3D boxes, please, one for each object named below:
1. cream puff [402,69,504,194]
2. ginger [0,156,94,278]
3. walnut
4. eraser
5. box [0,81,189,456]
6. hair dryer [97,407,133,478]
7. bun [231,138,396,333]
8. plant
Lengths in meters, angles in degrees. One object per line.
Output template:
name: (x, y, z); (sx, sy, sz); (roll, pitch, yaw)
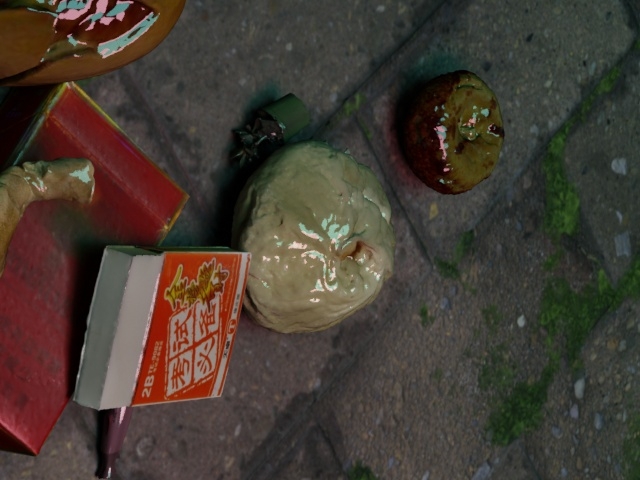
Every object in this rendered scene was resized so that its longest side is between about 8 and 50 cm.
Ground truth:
cream puff: (0.151, -0.126, 2.293); (0.149, 0.084, 0.149); (-6, 98, -48)
ginger: (-0.310, 0.019, 1.750); (0.288, 0.075, 0.089); (-48, 152, -31)
walnut: (-0.267, -0.238, 1.803); (0.298, 0.203, 0.203); (-12, 102, -23)
eraser: (-0.154, 0.084, 1.944); (0.230, 0.038, 0.157); (1, 103, -62)
box: (-0.281, 0.022, 1.879); (0.197, 0.089, 0.313); (45, 63, -33)
hair dryer: (-0.213, 0.169, 1.988); (0.106, 0.054, 0.154); (-8, 103, -39)
bun: (0.000, 0.000, 2.110); (0.220, 0.134, 0.220); (-17, 113, -46)
plant: (-0.062, -0.117, 2.114); (0.102, 0.051, 0.051); (-36, 117, -21)
